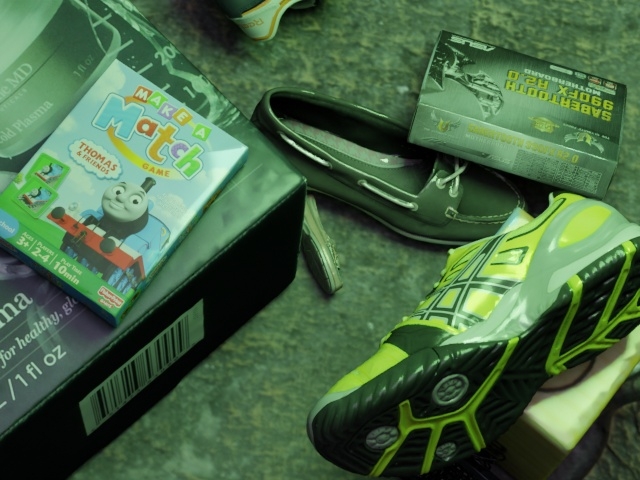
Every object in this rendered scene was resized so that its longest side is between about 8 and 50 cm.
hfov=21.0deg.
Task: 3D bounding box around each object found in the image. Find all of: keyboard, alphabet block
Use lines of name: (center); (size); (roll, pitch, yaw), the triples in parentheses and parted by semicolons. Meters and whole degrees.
keyboard: (0.118, 0.230, 1.835); (0.192, 0.038, 0.100); (39, 112, 10)
alphabet block: (0.218, 0.119, 1.831); (0.197, 0.193, 0.192); (37, 72, 9)

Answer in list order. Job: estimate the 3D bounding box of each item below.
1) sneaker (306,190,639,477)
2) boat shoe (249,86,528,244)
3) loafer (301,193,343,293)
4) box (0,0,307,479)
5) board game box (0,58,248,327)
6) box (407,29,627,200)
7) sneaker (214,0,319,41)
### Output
sneaker: (0.149, 0.092, 1.681); (0.384, 0.145, 0.147); (-30, 44, -11)
boat shoe: (0.078, -0.084, 1.941); (0.335, 0.095, 0.112); (18, 56, 2)
loafer: (0.000, 0.000, 1.939); (0.039, 0.045, 0.125); (-19, 67, -23)
box: (-0.345, -0.024, 1.790); (0.480, 0.297, 0.472); (-41, 75, -17)
board game box: (-0.193, -0.047, 1.632); (0.160, 0.039, 0.211); (34, 69, 8)
box: (0.225, -0.145, 1.958); (0.231, 0.056, 0.183); (17, 35, 3)
sneaker: (-0.018, -0.356, 2.037); (0.321, 0.126, 0.127); (-47, 122, -32)
